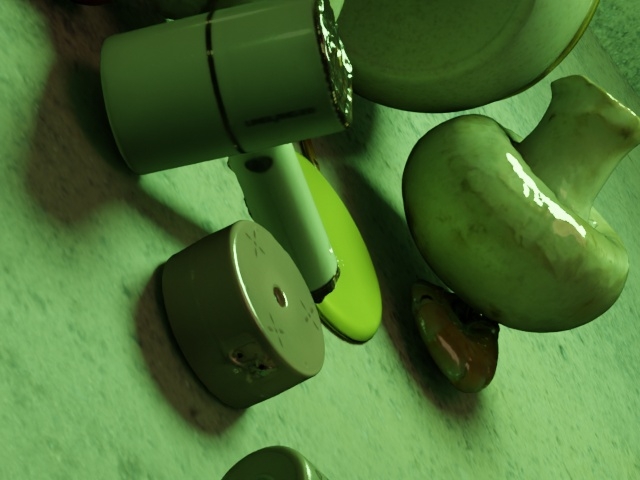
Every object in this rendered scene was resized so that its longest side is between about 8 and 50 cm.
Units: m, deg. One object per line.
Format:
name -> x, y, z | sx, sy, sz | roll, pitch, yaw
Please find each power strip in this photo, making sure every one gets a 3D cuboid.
power strip -> -0.065, 0.065, 1.552 | 0.154, 0.078, 0.154 | 52, 23, -33

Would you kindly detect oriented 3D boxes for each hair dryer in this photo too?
hair dryer -> -0.049, -0.059, 1.661 | 0.362, 0.203, 0.128 | 69, 12, -45

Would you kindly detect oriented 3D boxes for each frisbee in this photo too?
frisbee -> 0.000, 0.000, 1.903 | 0.236, 0.017, 0.236 | 51, 22, -29

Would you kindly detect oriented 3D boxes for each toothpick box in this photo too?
toothpick box -> 0.145, -0.355, 2.189 | 0.409, 0.409, 0.425 | 59, 19, -6

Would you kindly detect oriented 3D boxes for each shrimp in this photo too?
shrimp -> 0.161, 0.103, 2.111 | 0.145, 0.061, 0.267 | 54, 21, 7

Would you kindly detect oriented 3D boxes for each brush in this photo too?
brush -> -0.025, -0.145, 2.045 | 0.043, 0.014, 0.170 | 31, 36, -53

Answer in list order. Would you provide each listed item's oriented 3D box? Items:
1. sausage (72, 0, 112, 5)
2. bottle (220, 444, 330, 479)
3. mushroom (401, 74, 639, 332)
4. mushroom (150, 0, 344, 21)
sausage -> -0.255, -0.279, 1.544 | 0.300, 0.083, 0.089 | 22, 55, -60
bottle -> 0.004, 0.252, 1.449 | 0.209, 0.097, 0.110 | 47, 7, -38
mushroom -> 0.251, -0.051, 2.097 | 0.297, 0.290, 0.297 | 39, 13, -11
mushroom -> -0.096, -0.246, 1.733 | 0.243, 0.243, 0.243 | 50, 22, -29
